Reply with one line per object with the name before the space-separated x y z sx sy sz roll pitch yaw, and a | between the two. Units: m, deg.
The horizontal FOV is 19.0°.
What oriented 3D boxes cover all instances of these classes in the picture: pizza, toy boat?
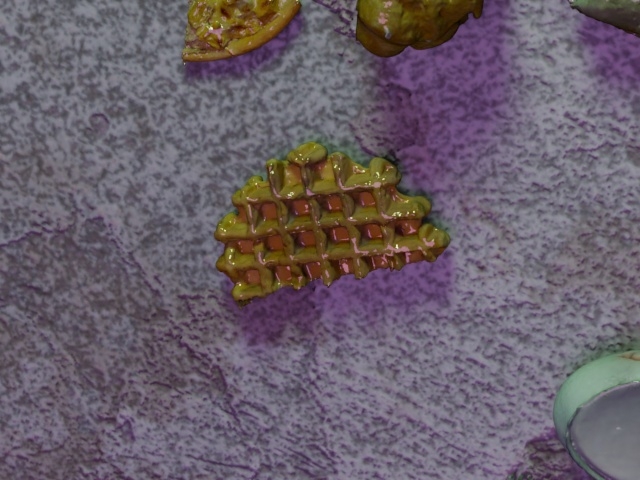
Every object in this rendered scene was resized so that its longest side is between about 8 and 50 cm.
pizza | -0.083 -0.202 1.567 0.123 0.026 0.108 -24 100 25
toy boat | 0.295 0.147 1.576 0.208 0.079 0.134 5 121 4

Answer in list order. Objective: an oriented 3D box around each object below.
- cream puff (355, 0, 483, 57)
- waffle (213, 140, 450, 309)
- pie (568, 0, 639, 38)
cream puff | 0.085 -0.208 1.458 0.116 0.146 0.146 3 114 -2
waffle | 0.000 0.000 1.613 0.160 0.046 0.192 42 118 -2
pie | 0.294 -0.259 1.379 0.303 0.067 0.302 7 128 8
